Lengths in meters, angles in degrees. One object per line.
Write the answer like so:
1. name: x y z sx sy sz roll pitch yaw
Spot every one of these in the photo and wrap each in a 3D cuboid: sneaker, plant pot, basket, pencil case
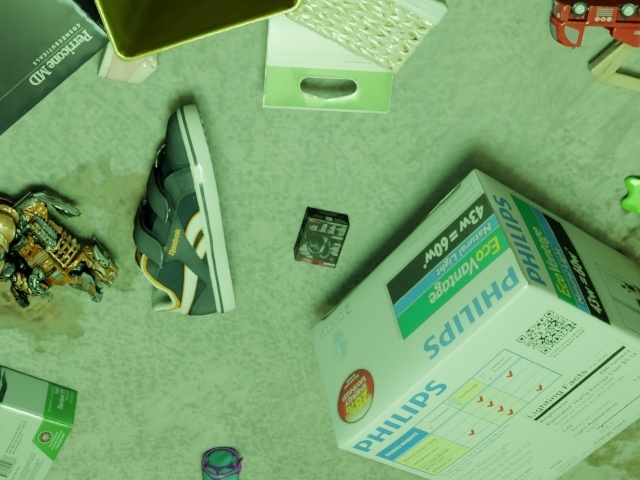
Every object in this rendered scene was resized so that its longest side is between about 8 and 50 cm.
1. sneaker: -0.226 -0.253 1.319 0.070 0.051 0.134 16 122 -17
2. sneaker: -0.192 -0.025 1.419 0.127 0.126 0.321 -9 124 -7
3. plant pot: -0.152 -0.351 1.178 0.212 0.187 0.212 -16 117 4
4. basket: 0.047 -0.282 1.228 0.167 0.113 0.103 24 119 -18
5. pencil case: -0.154 0.412 1.730 0.070 0.064 0.151 2 123 11

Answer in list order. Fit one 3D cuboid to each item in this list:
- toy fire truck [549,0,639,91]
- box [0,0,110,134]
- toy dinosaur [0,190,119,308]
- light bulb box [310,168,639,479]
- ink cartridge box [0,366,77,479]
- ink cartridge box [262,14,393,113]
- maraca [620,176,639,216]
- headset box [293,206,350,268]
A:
1. toy fire truck: 0.388 -0.252 1.383 0.192 0.047 0.135 0 123 -5
2. box: -0.458 -0.268 1.209 0.343 0.179 0.312 -35 118 16
3. toy dinosaur: -0.444 0.014 1.434 0.322 0.164 0.218 30 101 -2
4. light bulb box: 0.243 0.151 1.461 0.361 0.225 0.358 26 121 -33
5. ink cartridge box: -0.493 0.271 1.595 0.208 0.087 0.153 23 117 -20
6. ink cartridge box: 0.016 -0.279 1.324 0.171 0.056 0.235 2 123 -7
7. maraca: 0.512 -0.033 1.507 0.127 0.099 0.185 -42 92 23
8. headset box: 0.000 0.000 1.509 0.062 0.032 0.083 11 121 -12
